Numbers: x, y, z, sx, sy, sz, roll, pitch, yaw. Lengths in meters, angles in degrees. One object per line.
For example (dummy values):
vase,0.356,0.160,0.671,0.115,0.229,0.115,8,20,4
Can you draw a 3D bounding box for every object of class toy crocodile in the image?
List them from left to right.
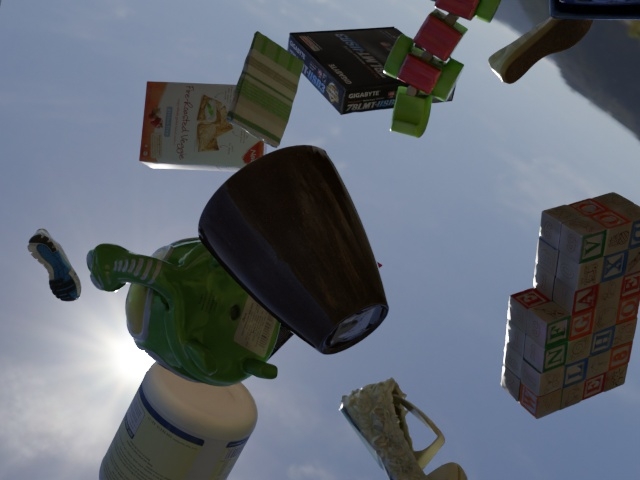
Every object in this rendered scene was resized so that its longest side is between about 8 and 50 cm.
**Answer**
toy crocodile,0.184,-0.316,1.309,0.115,0.340,0.105,28,-156,4

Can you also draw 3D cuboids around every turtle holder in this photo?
turtle holder,-0.218,0.115,1.415,0.227,0.243,0.320,3,-173,38

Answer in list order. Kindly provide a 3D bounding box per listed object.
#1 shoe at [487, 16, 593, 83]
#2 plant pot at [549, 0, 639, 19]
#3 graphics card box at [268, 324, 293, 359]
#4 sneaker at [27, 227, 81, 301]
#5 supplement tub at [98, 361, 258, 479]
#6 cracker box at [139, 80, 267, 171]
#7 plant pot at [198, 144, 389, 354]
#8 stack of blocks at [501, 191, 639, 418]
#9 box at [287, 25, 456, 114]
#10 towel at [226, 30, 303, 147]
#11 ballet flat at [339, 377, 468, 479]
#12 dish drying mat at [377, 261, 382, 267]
shoe,0.403,-0.369,1.599,0.058,0.219,0.076,48,170,46
plant pot,0.501,-0.498,1.464,0.236,0.236,0.212,1,169,5
graphics card box,-0.115,0.164,2.483,0.094,0.371,0.233,48,172,-33
sneaker,-0.603,0.052,2.010,0.083,0.071,0.190,-113,3,-64
supplement tub,-0.288,0.415,1.707,0.235,0.324,0.235,26,-163,-8
cracker box,-0.215,-0.213,1.646,0.232,0.155,0.067,3,175,8
plant pot,-0.016,0.029,1.164,0.215,0.215,0.230,5,-136,-53
stack of blocks,0.365,0.094,1.258,0.171,0.297,0.087,-15,-147,-22
box,0.113,-0.397,2.002,0.293,0.073,0.295,-9,-141,-25
towel,-0.086,-0.234,1.367,0.023,0.152,0.113,5,164,43
ballet flat,0.158,0.372,1.436,0.147,0.147,0.409,19,-156,-36
dish drying mat,0.077,0.034,1.679,0.083,0.032,0.008,31,-122,-18
